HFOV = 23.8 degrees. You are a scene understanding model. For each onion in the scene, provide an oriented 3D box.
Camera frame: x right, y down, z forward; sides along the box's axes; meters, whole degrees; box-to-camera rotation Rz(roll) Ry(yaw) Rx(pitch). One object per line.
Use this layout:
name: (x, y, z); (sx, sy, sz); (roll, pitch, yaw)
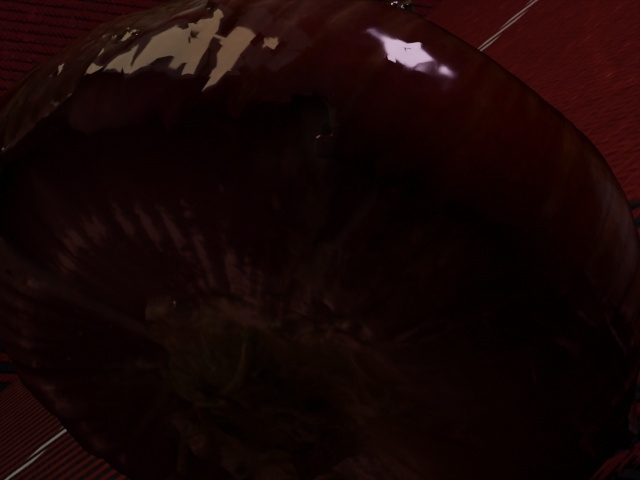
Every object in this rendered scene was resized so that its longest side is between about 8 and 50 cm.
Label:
onion: (0.000, 0.000, 0.495); (0.230, 0.230, 0.163); (-33, 25, 42)
